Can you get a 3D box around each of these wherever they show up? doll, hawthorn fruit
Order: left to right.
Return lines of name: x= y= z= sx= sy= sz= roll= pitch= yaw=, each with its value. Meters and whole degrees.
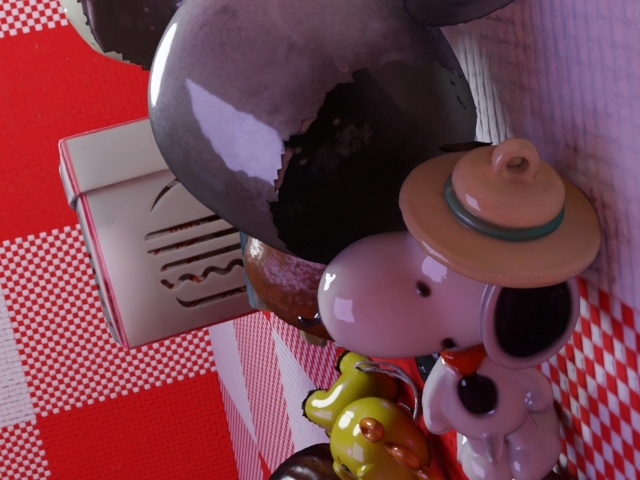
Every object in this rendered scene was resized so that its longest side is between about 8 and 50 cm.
hawthorn fruit: x=0.046 y=0.012 z=1.041 sx=0.251 sy=0.199 sz=0.199 roll=34 pitch=139 yaw=47
doll: x=0.069 y=0.214 z=1.308 sx=0.143 sy=0.135 sz=0.221 roll=46 pitch=174 yaw=-24
doll: x=0.126 y=0.056 z=0.842 sx=0.271 sy=0.208 sz=0.144 roll=44 pitch=-151 yaw=-32

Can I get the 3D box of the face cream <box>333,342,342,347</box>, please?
face cream: x=0.039 y=-0.004 z=1.215 sx=0.096 sy=0.096 sz=0.214 roll=-162 pitch=59 yaw=-75

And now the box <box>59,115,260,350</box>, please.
box: x=-0.190 y=-0.027 z=1.704 sx=0.312 sy=0.314 sz=0.300 roll=171 pitch=83 yaw=-77

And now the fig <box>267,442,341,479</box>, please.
fig: x=0.061 y=0.395 z=1.463 sx=0.321 sy=0.217 sz=0.217 roll=21 pitch=129 yaw=40

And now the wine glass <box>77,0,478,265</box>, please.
wine glass: x=-0.040 y=-0.139 z=0.904 sx=0.323 sy=0.238 sz=0.238 roll=45 pitch=149 yaw=40

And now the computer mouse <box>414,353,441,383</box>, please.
computer mouse: x=0.117 y=0.119 z=1.118 sx=0.079 sy=0.047 sz=0.135 roll=96 pitch=155 yaw=-59

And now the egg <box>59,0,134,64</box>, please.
egg: x=-0.186 y=-0.372 z=1.388 sx=0.283 sy=0.283 sz=0.345 roll=-127 pitch=31 yaw=-60

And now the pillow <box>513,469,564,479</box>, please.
pillow: x=0.182 y=0.263 z=0.918 sx=0.179 sy=0.075 sz=0.171 roll=-134 pitch=32 yaw=-69

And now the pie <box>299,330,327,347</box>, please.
pie: x=0.003 y=0.000 z=1.323 sx=0.218 sy=0.052 sz=0.185 roll=-73 pitch=-15 yaw=-49

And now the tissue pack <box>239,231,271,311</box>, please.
tissue pack: x=-0.046 y=-0.065 z=1.397 sx=0.185 sy=0.081 sz=0.257 roll=-75 pitch=-13 yaw=-46

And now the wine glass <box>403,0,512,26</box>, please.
wine glass: x=0.060 y=-0.333 z=0.735 sx=0.264 sy=0.096 sz=0.309 roll=94 pitch=160 yaw=-70
